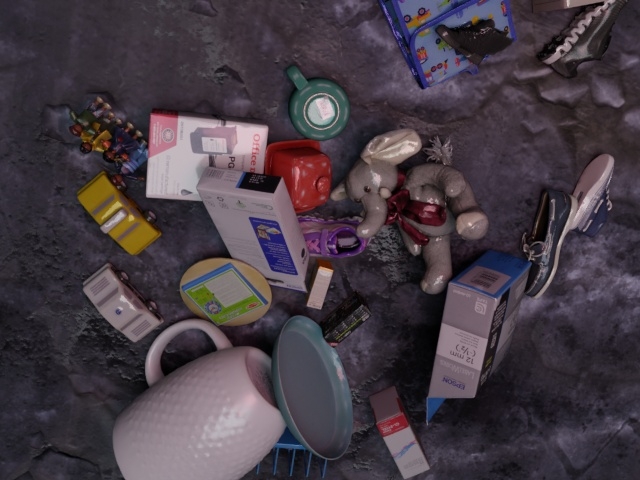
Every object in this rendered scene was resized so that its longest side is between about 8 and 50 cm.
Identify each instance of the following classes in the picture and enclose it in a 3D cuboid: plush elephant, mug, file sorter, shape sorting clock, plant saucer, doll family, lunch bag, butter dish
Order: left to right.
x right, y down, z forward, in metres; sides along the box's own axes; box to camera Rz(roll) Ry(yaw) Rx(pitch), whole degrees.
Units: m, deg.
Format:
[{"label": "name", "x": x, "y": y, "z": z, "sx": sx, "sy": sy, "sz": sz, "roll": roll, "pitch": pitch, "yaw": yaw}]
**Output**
[{"label": "doll family", "x": -0.435, "y": -0.197, "z": 1.316, "sx": 0.193, "sy": 0.076, "sz": 0.111, "roll": 40, "pitch": 71, "yaw": -10}, {"label": "mug", "x": -0.258, "y": 0.351, "z": 1.406, "sx": 0.328, "sy": 0.276, "sz": 0.374, "roll": -37, "pitch": 68, "yaw": 14}, {"label": "shape sorting clock", "x": -0.211, "y": 0.116, "z": 1.426, "sx": 0.206, "sy": 0.040, "sz": 0.206, "roll": 3, "pitch": 126, "yaw": 4}, {"label": "file sorter", "x": -0.069, "y": 0.498, "z": 1.539, "sx": 0.170, "sy": 0.118, "sz": 0.105, "roll": 6, "pitch": 109, "yaw": -7}, {"label": "butter dish", "x": -0.029, "y": -0.125, "z": 1.332, "sx": 0.160, "sy": 0.118, "sz": 0.160, "roll": -13, "pitch": 112, "yaw": -43}, {"label": "plant saucer", "x": -0.021, "y": 0.323, "z": 1.402, "sx": 0.043, "sy": 0.318, "sz": 0.318, "roll": -22, "pitch": 108, "yaw": 23}, {"label": "mug", "x": -0.014, "y": -0.278, "z": 1.326, "sx": 0.157, "sy": 0.097, "sz": 0.130, "roll": 20, "pitch": 104, "yaw": -11}, {"label": "plush elephant", "x": 0.162, "y": -0.086, "z": 1.306, "sx": 0.255, "sy": 0.272, "sz": 0.330, "roll": 3, "pitch": 63, "yaw": -11}, {"label": "lunch bag", "x": 0.258, "y": -0.465, "z": 1.298, "sx": 0.220, "sy": 0.138, "sz": 0.293, "roll": -30, "pitch": 123, "yaw": 3}]

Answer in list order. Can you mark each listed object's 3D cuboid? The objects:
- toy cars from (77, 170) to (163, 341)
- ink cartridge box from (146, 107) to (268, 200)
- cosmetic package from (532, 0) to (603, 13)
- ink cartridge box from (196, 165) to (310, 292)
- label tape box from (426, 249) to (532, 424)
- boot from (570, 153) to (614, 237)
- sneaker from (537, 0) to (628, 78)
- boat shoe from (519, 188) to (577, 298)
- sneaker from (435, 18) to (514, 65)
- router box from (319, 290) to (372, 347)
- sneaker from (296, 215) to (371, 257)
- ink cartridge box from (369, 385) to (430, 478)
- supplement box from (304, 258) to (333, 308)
[{"label": "toy cars", "x": -0.439, "y": 0.050, "z": 1.389, "sx": 0.176, "sy": 0.087, "sz": 0.394, "roll": 1, "pitch": 106, "yaw": -5}, {"label": "ink cartridge box", "x": -0.235, "y": -0.173, "z": 1.324, "sx": 0.237, "sy": 0.100, "sz": 0.172, "roll": 4, "pitch": 106, "yaw": -14}, {"label": "cosmetic package", "x": 0.484, "y": -0.617, "z": 1.242, "sx": 0.113, "sy": 0.160, "sz": 0.310, "roll": -12, "pitch": 108, "yaw": -2}, {"label": "ink cartridge box", "x": -0.123, "y": -0.014, "z": 1.309, "sx": 0.165, "sy": 0.065, "sz": 0.333, "roll": 9, "pitch": 146, "yaw": 18}, {"label": "label tape box", "x": 0.347, "y": 0.223, "z": 1.407, "sx": 0.115, "sy": 0.249, "sz": 0.348, "roll": 17, "pitch": 114, "yaw": 29}, {"label": "boot", "x": 0.633, "y": -0.101, "z": 1.459, "sx": 0.086, "sy": 0.069, "sz": 0.190, "roll": 19, "pitch": 112, "yaw": -17}, {"label": "sneaker", "x": 0.579, "y": -0.439, "z": 1.348, "sx": 0.106, "sy": 0.078, "sz": 0.234, "roll": 41, "pitch": 103, "yaw": -17}, {"label": "boat shoe", "x": 0.507, "y": 0.008, "z": 1.458, "sx": 0.079, "sy": 0.095, "sz": 0.255, "roll": 15, "pitch": 103, "yaw": -11}, {"label": "sneaker", "x": 0.306, "y": -0.408, "z": 1.260, "sx": 0.170, "sy": 0.051, "sz": 0.089, "roll": 19, "pitch": 123, "yaw": -41}, {"label": "router box", "x": 0.057, "y": 0.181, "z": 1.469, "sx": 0.122, "sy": 0.092, "sz": 0.038, "roll": -41, "pitch": 106, "yaw": 8}, {"label": "sneaker", "x": 0.000, "y": 0.000, "z": 1.405, "sx": 0.236, "sy": 0.104, "sz": 0.095, "roll": -4, "pitch": 109, "yaw": -1}, {"label": "ink cartridge box", "x": 0.191, "y": 0.465, "z": 1.545, "sx": 0.072, "sy": 0.127, "sz": 0.175, "roll": -25, "pitch": 107, "yaw": 3}, {"label": "supplement box", "x": -0.004, "y": 0.099, "z": 1.455, "sx": 0.036, "sy": 0.062, "sz": 0.099, "roll": 15, "pitch": 103, "yaw": -10}]
